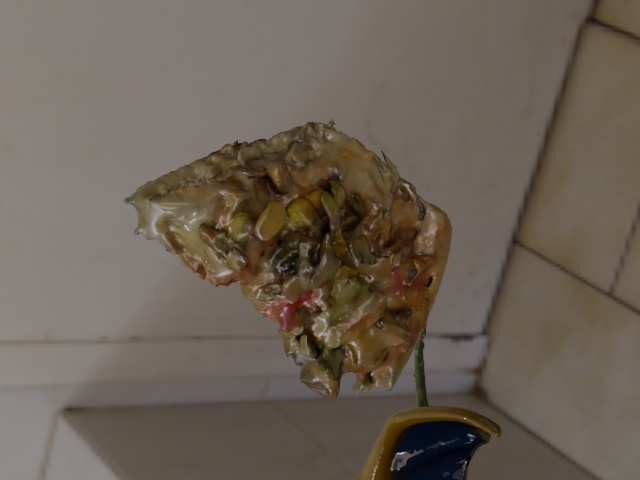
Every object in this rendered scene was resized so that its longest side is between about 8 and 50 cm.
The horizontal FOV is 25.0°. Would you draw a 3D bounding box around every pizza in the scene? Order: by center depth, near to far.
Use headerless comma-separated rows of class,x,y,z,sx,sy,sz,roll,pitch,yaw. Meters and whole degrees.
pizza,0.000,0.000,0.899,0.147,0.226,0.069,-53,32,-12

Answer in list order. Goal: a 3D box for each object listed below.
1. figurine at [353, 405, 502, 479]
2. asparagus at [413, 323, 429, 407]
figurine,0.097,0.377,1.420,0.387,0.401,0.268,-10,49,27
asparagus,0.099,0.123,1.416,0.014,0.015,0.114,21,125,43
